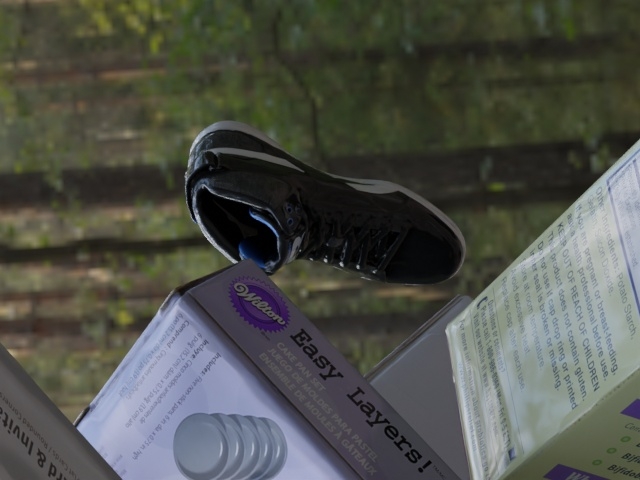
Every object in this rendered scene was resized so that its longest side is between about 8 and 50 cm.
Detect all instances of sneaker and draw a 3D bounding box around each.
[{"bbox_3d":[0.000,0.000,1.268,0.121,0.216,0.079,-81,15,-62],"label":"sneaker"}]

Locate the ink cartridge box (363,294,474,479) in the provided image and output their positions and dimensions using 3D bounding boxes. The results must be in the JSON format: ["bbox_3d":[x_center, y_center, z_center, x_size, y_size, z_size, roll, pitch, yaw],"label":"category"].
[{"bbox_3d":[0.080,0.219,1.122,0.197,0.198,0.270,-36,-27,-38],"label":"ink cartridge box"}]

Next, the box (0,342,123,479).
[{"bbox_3d":[-0.153,0.055,0.382,0.145,0.186,0.038,55,-158,-32],"label":"box"}]

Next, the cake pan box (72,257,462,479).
[{"bbox_3d":[-0.036,0.183,0.901,0.070,0.246,0.267,-27,-21,-53],"label":"cake pan box"}]

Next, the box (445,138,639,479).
[{"bbox_3d":[0.220,0.048,0.875,0.243,0.213,0.117,-48,35,39],"label":"box"}]
